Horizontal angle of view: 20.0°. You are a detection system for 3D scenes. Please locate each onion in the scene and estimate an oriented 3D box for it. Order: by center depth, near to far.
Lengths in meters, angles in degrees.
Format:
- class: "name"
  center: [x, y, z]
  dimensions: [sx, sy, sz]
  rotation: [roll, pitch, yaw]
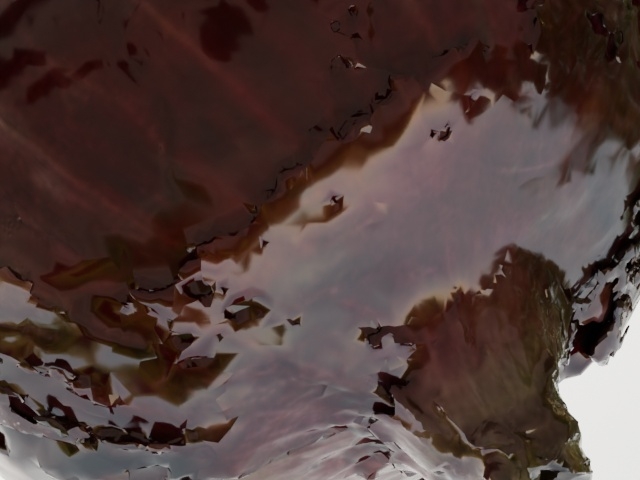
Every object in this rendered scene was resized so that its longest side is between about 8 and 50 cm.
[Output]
- class: "onion"
  center: [0.000, 0.000, 0.527]
  dimensions: [0.252, 0.252, 0.219]
  rotation: [-24, -124, -14]
